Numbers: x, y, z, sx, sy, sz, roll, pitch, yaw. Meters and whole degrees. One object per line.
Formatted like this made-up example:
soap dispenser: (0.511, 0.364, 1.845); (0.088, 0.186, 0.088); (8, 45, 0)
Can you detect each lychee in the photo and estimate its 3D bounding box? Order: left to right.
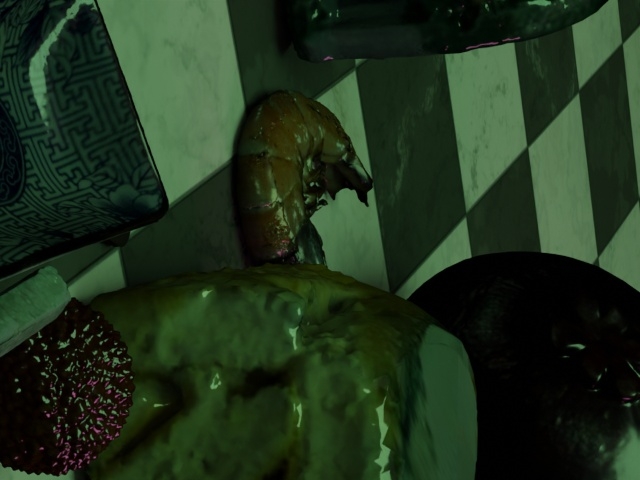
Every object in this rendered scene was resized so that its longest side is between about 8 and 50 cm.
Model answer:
lychee: (-0.185, 0.092, 1.214); (0.129, 0.123, 0.123); (52, 43, -65)

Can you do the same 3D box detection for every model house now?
model house: (0.107, -0.365, 1.655); (0.252, 0.294, 0.329); (-61, 145, -54)

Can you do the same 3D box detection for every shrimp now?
shrimp: (0.000, 0.000, 1.694); (0.222, 0.054, 0.290); (-30, 109, -62)

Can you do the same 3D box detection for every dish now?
dish: (-0.211, -0.070, 1.185); (0.243, 0.080, 0.182); (-25, 97, -63)

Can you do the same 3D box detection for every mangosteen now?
mangosteen: (0.196, 0.220, 1.817); (0.435, 0.382, 0.382); (114, -1, -48)

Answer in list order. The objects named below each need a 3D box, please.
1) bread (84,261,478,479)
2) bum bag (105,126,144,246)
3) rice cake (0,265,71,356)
bread: (-0.019, 0.213, 1.413); (0.239, 0.264, 0.395); (1, 87, -70)
bum bag: (-0.173, -0.065, 1.357); (0.159, 0.026, 0.109); (38, 55, -60)
rice cake: (-0.203, 0.059, 1.071); (0.033, 0.033, 0.207); (50, 24, 0)
